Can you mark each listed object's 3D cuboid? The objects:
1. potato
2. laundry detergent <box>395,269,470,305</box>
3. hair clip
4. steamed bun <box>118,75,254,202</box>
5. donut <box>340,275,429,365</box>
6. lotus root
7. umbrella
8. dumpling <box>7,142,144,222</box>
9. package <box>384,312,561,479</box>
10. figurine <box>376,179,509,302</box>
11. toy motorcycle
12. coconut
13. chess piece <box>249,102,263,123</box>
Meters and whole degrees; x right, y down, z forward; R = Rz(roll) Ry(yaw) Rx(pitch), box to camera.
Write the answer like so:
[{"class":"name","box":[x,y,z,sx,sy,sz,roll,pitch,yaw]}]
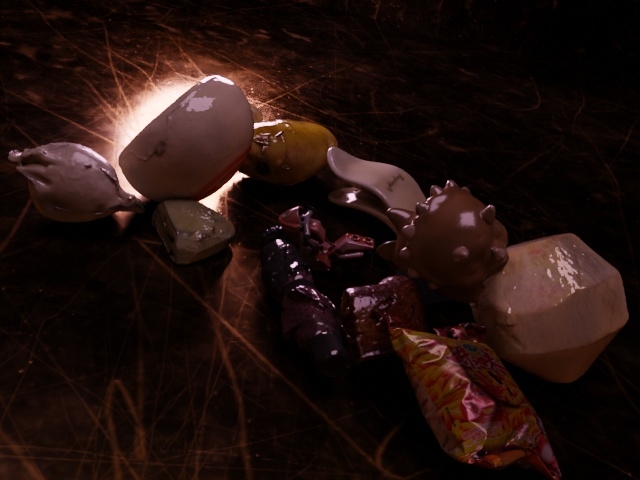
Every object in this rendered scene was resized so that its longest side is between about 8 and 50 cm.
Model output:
[{"class":"potato","box":[-0.082,-0.200,1.684,0.173,0.140,0.300,31,26,29]},{"class":"laundry detergent","box":[0.244,0.075,1.415,0.206,0.097,0.061,4,22,-19]},{"class":"hair clip","box":[0.131,-0.102,1.646,0.282,0.113,0.172,26,31,16]},{"class":"steamed bun","box":[-0.241,-0.178,1.465,0.177,0.283,0.283,48,29,-10]},{"class":"donut","box":[0.113,0.126,1.210,0.186,0.126,0.144,-8,3,-23]},{"class":"lotus root","box":[-0.228,-0.028,1.391,0.144,0.070,0.143,-9,38,-37]},{"class":"umbrella","box":[-0.030,0.108,1.234,0.090,0.094,0.326,20,24,-31]},{"class":"dumpling","box":[-0.437,-0.096,1.362,0.247,0.142,0.172,26,-3,-8]},{"class":"package","box":[0.216,0.231,1.097,0.223,0.108,0.288,19,28,-38]},{"class":"figurine","box":[0.195,-0.011,1.244,0.177,0.173,0.247,-39,41,-2]},{"class":"toy motorcycle","box":[0.000,0.000,1.405,0.212,0.118,0.084,13,39,-6]},{"class":"coconut","box":[0.388,0.121,1.296,0.259,0.259,0.259,12,30,-7]},{"class":"chess piece","box":[-0.213,-0.244,1.770,0.090,0.090,0.200,21,41,10]}]
